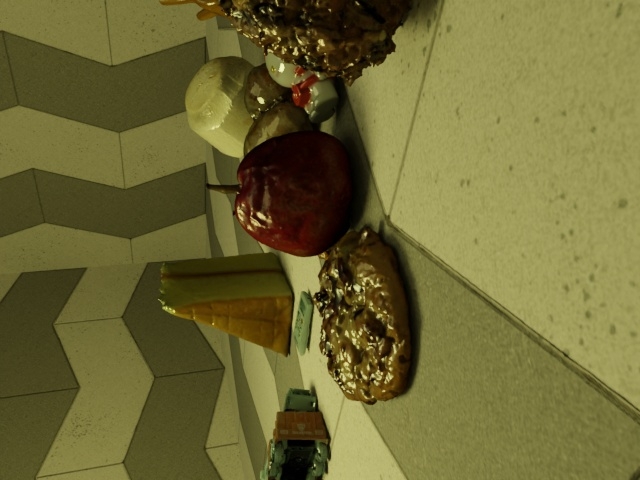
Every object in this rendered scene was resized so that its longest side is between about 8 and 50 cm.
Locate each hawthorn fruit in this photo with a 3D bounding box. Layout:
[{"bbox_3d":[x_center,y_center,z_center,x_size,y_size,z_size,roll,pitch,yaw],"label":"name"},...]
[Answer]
[{"bbox_3d":[-0.074,-0.085,1.043,0.210,0.266,0.230,-60,-29,-86],"label":"hawthorn fruit"}]

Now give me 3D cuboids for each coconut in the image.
[{"bbox_3d":[-0.217,-0.345,1.514,0.237,0.266,0.237,-17,60,32],"label":"coconut"}]

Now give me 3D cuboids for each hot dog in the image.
[{"bbox_3d":[0.002,0.000,1.185,0.144,0.038,0.062,-132,37,-67],"label":"hot dog"}]

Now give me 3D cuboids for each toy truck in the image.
[{"bbox_3d":[-0.074,0.534,1.424,0.184,0.132,0.338,-99,17,-51],"label":"toy truck"}]

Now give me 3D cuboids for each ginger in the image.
[{"bbox_3d":[-0.095,-0.283,1.281,0.244,0.155,0.304,114,157,-71],"label":"ginger"}]

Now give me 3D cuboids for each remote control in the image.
[{"bbox_3d":[-0.042,0.205,1.400,0.061,0.029,0.162,-120,35,-52],"label":"remote control"}]

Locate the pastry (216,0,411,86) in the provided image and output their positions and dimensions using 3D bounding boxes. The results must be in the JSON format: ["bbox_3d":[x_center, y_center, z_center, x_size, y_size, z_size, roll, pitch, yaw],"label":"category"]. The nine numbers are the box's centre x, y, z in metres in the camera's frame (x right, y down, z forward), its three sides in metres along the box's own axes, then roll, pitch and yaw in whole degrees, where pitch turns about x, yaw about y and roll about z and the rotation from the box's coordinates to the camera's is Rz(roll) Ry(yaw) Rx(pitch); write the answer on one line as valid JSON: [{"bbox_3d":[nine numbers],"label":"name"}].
[{"bbox_3d":[-0.004,-0.337,0.740,0.193,0.274,0.275,-56,36,31],"label":"pastry"}]

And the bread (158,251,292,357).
[{"bbox_3d":[-0.277,0.184,1.610,0.233,0.361,0.245,-118,31,-53],"label":"bread"}]

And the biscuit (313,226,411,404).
[{"bbox_3d":[0.056,0.132,0.966,0.334,0.081,0.289,123,139,-62],"label":"biscuit"}]

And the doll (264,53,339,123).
[{"bbox_3d":[-0.047,-0.367,1.091,0.161,0.129,0.290,112,135,-68],"label":"doll"}]

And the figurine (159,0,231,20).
[{"bbox_3d":[-0.245,-0.763,1.432,0.401,0.268,0.387,32,114,62],"label":"figurine"}]
